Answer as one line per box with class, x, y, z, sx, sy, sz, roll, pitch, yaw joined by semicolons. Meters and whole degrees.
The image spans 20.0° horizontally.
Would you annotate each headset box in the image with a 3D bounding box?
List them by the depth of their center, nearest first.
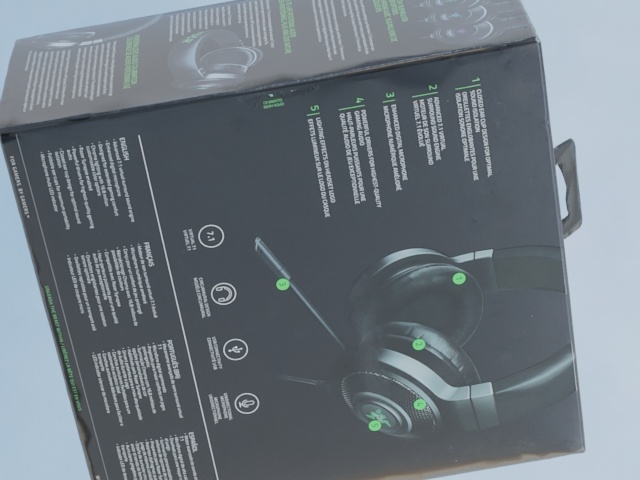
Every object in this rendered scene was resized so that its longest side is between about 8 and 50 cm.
headset box;0.000;0.000;0.954;0.283;0.131;0.246;-11;-62;2
